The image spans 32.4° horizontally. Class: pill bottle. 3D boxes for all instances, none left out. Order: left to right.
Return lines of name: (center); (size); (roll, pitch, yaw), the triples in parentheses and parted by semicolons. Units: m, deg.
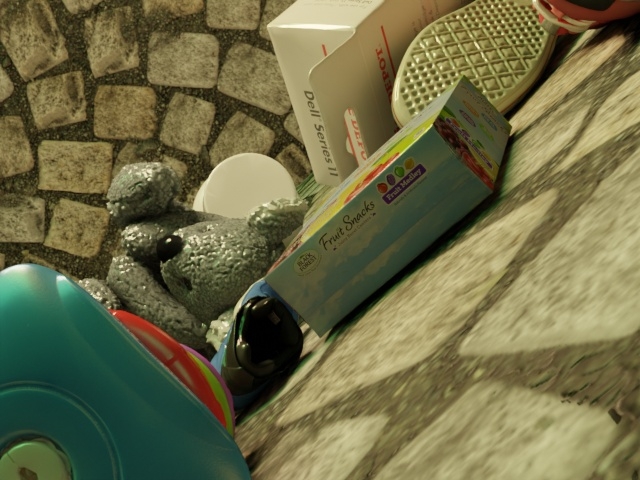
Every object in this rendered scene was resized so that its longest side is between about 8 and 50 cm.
pill bottle: (-0.087, -0.020, 1.300); (0.131, 0.131, 0.229); (-44, -6, -14)

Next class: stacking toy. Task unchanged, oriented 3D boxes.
stacking toy: (-0.110, 0.117, 0.658); (0.166, 0.175, 0.302); (-48, -9, 4)

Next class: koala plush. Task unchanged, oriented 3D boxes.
koala plush: (-0.101, 0.034, 1.054); (0.221, 0.203, 0.196); (-10, 55, 54)

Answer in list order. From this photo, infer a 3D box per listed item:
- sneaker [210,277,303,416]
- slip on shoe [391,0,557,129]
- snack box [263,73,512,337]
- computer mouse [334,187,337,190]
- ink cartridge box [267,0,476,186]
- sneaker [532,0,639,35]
sneaker: (-0.038, 0.065, 0.841); (0.084, 0.058, 0.152); (-46, 6, 40)
slip on shoe: (0.171, -0.185, 1.112); (0.331, 0.123, 0.101); (-51, -18, -42)
snack box: (0.059, -0.034, 0.862); (0.174, 0.070, 0.207); (-42, 4, 21)
computer mouse: (0.000, 0.000, 1.209); (0.193, 0.042, 0.106); (-52, 4, -25)
ink cartridge box: (0.071, -0.191, 1.182); (0.119, 0.207, 0.353); (12, 44, 37)
sneaker: (0.239, -0.222, 0.960); (0.136, 0.116, 0.314); (-52, -7, 34)
